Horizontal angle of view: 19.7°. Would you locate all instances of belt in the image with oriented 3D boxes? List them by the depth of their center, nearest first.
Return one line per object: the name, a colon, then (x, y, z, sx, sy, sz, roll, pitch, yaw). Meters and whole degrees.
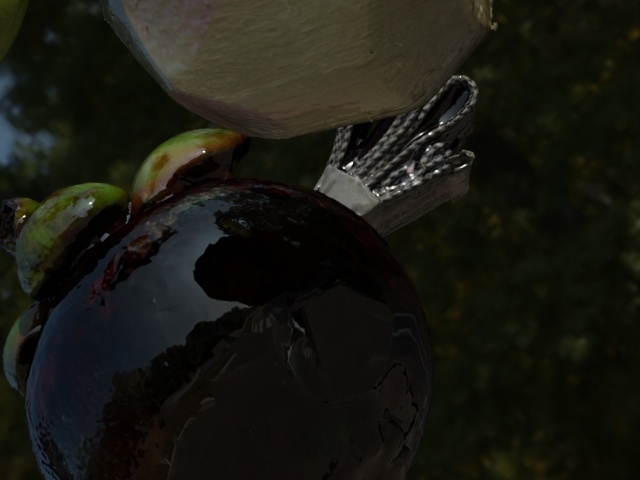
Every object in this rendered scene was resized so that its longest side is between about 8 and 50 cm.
belt: (0.000, 0.000, 1.517, 0.359, 0.126, 0.094, -49, -13, -13)

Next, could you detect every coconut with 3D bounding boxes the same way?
coconut: (-0.024, -0.173, 1.063, 0.230, 0.227, 0.227, -8, -7, 14)

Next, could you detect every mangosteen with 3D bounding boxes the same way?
mangosteen: (-0.073, 0.088, 1.264, 0.311, 0.311, 0.311, -42, -14, -13)

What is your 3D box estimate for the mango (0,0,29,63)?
mango: (-0.398, -0.206, 1.819, 0.273, 0.185, 0.149, -36, -35, -1)
